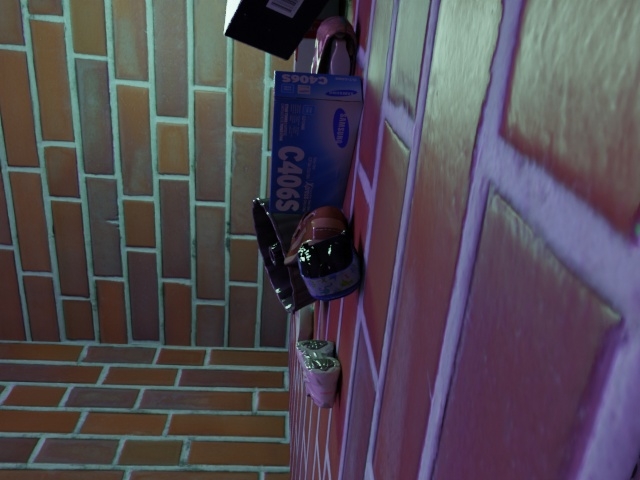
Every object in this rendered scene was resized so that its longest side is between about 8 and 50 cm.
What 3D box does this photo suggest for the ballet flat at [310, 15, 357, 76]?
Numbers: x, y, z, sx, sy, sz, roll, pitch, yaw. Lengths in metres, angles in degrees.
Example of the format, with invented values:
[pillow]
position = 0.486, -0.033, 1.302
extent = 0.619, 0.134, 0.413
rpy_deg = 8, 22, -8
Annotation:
[ballet flat]
position = 0.018, -0.297, 1.234
extent = 0.106, 0.107, 0.316
rpy_deg = -123, 33, -59

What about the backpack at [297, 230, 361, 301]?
[backpack]
position = 0.020, 0.053, 1.010
extent = 0.114, 0.105, 0.084
rpy_deg = -98, -11, -62

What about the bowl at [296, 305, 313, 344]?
[bowl]
position = -0.054, 0.288, 2.047
extent = 0.142, 0.053, 0.142
rpy_deg = 99, 172, -59

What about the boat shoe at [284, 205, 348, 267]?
[boat shoe]
position = 0.000, 0.000, 1.259
extent = 0.324, 0.122, 0.120
rpy_deg = 151, 127, -75

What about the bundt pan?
[bundt pan]
position = -0.076, 0.025, 1.609
extent = 0.331, 0.124, 0.331
rpy_deg = 162, 90, -74

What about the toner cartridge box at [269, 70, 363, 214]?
[toner cartridge box]
position = -0.020, -0.183, 1.219
extent = 0.348, 0.165, 0.075
rpy_deg = 98, 171, -55

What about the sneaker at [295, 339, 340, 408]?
[sneaker]
position = -0.009, 0.292, 1.299
extent = 0.232, 0.090, 0.115
rpy_deg = -107, 16, -79

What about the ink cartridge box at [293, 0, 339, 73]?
[ink cartridge box]
position = -0.012, -0.616, 1.650
extent = 0.197, 0.114, 0.273
rpy_deg = 108, 164, -73

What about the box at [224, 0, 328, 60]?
[box]
position = -0.075, -0.668, 1.384
extent = 0.343, 0.179, 0.312
rpy_deg = -41, 41, 50
